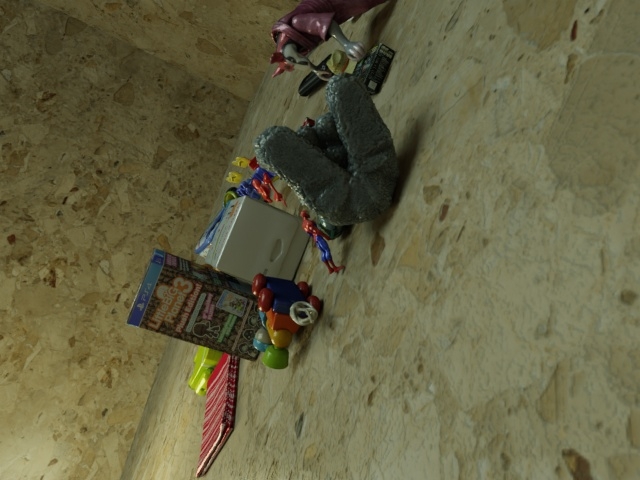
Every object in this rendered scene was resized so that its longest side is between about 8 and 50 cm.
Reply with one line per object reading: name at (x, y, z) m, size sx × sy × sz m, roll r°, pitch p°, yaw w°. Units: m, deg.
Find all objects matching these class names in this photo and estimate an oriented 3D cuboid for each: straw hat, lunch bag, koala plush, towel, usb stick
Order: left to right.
towel at (-0.253, 0.403, 1.179) m, size 0.199 × 0.031 × 0.275 m, roll -60°, pitch 20°, yaw 26°
lunch bag at (-0.302, -0.070, 1.649) m, size 0.243 × 0.115 × 0.303 m, roll -30°, pitch 29°, yaw 60°
usb stick at (-0.010, -0.516, 1.510) m, size 0.077 × 0.045 × 0.278 m, roll -63°, pitch 17°, yaw -6°
koala plush at (0.021, -0.123, 0.785) m, size 0.196 × 0.203 × 0.221 m, roll -37°, pitch 7°, yaw -1°
straw hat at (0.050, -0.463, 1.249) m, size 0.144 × 0.061 × 0.144 m, roll -54°, pitch 23°, yaw 35°

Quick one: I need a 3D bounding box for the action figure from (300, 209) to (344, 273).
action figure at (0.000, 0.000, 0.801) m, size 0.030 × 0.115 × 0.038 m, roll -35°, pitch 6°, yaw -18°

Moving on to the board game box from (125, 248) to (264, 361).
board game box at (-0.280, 0.145, 1.127) m, size 0.141 × 0.291 × 0.232 m, roll -68°, pitch 17°, yaw -1°

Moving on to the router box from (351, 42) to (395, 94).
router box at (0.102, -0.355, 1.015) m, size 0.092 × 0.038 × 0.122 m, roll -67°, pitch 18°, yaw 4°

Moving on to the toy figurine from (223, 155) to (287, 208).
toy figurine at (-0.138, -0.166, 1.415) m, size 0.217 × 0.191 × 0.362 m, roll -44°, pitch 0°, yaw -28°

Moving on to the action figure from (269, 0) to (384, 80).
action figure at (-0.005, -0.512, 1.075) m, size 0.370 × 0.276 × 0.248 m, roll -49°, pitch 19°, yaw -24°

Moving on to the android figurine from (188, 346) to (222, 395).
android figurine at (-0.326, 0.326, 1.431) m, size 0.273 × 0.056 × 0.248 m, roll -56°, pitch 21°, yaw 34°

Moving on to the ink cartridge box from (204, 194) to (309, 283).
ink cartridge box at (-0.150, 0.008, 1.109) m, size 0.171 × 0.168 × 0.232 m, roll -69°, pitch 19°, yaw -6°

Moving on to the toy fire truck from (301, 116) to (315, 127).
toy fire truck at (-0.039, -0.241, 1.271) m, size 0.135 × 0.047 × 0.192 m, roll -62°, pitch 18°, yaw 22°

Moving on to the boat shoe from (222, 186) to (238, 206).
boat shoe at (-0.328, -0.119, 1.913) m, size 0.089 × 0.109 × 0.258 m, roll -44°, pitch 46°, yaw 38°

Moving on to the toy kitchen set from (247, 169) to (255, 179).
toy kitchen set at (-0.223, -0.238, 1.838) m, size 0.068 × 0.075 × 0.083 m, roll -33°, pitch 57°, yaw -7°

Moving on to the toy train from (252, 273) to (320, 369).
toy train at (-0.064, 0.158, 0.822) m, size 0.248 × 0.105 × 0.143 m, roll -139°, pitch 62°, yaw -71°

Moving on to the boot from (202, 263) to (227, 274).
boot at (-0.372, 0.124, 1.751) m, size 0.211 × 0.104 × 0.295 m, roll -54°, pitch 27°, yaw 24°

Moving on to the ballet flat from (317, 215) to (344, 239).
ballet flat at (0.017, -0.070, 0.905) m, size 0.070 × 0.070 × 0.188 m, roll -55°, pitch 18°, yaw 35°

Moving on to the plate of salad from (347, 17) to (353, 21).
plate of salad at (0.119, -0.736, 1.387) m, size 0.200 × 0.048 × 0.200 m, roll -55°, pitch 23°, yaw 37°
